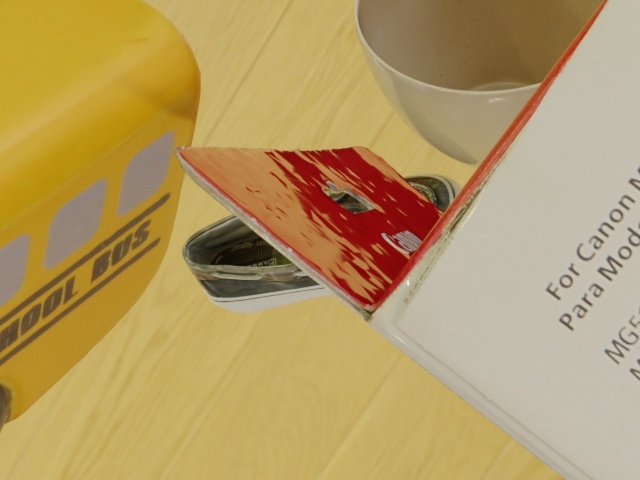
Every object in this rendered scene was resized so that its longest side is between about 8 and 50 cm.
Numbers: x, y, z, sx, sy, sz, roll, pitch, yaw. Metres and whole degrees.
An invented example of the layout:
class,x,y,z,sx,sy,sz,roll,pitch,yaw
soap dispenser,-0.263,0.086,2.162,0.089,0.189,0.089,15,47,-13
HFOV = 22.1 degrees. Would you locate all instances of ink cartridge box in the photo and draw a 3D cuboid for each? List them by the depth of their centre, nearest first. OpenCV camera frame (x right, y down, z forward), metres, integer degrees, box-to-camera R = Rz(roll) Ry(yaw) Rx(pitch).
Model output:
class,x,y,z,sx,sy,sz,roll,pitch,yaw
ink cartridge box,0.126,0.004,0.547,0.272,0.309,0.130,38,99,6

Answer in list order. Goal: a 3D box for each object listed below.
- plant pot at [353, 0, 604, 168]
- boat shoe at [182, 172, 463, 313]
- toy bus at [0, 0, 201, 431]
class,x,y,z,sx,sy,sz,roll,pitch,yaw
plant pot,0.186,-0.183,1.725,0.284,0.284,0.191,-2,138,8
boat shoe,0.000,0.000,1.845,0.335,0.119,0.121,-21,60,18
toy bus,-0.176,0.040,0.433,0.108,0.332,0.130,34,136,16
